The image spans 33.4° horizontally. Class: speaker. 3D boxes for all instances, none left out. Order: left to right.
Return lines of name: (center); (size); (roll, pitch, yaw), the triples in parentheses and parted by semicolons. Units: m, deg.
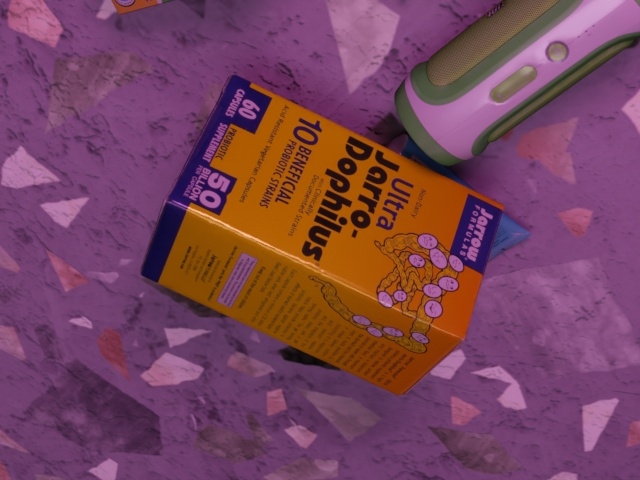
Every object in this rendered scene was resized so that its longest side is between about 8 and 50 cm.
speaker: (0.222, -0.204, 1.137); (0.296, 0.131, 0.131); (-36, 110, 30)

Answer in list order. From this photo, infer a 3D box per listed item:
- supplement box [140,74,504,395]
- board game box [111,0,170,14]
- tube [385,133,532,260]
supplement box: (0.000, 0.000, 1.252); (0.356, 0.194, 0.195); (25, 149, -5)
board game box: (-0.188, -0.404, 1.087); (0.242, 0.064, 0.317); (-3, 125, 40)
tube: (0.161, -0.047, 1.309); (0.207, 0.052, 0.080); (39, 132, -20)
